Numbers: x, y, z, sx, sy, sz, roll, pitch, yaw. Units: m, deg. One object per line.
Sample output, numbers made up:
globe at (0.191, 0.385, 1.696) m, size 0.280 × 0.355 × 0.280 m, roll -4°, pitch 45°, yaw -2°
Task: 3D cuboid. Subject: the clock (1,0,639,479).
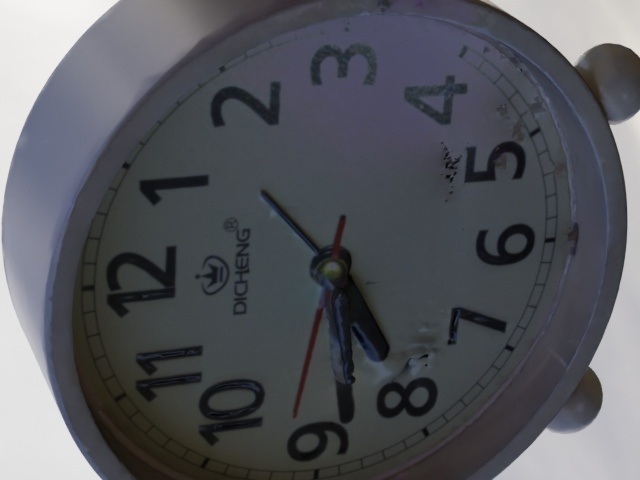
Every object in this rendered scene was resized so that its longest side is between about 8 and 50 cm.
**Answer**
clock at (0.000, 0.000, 0.426) m, size 0.063 × 0.155 × 0.229 m, roll -131°, pitch 38°, yaw -56°
